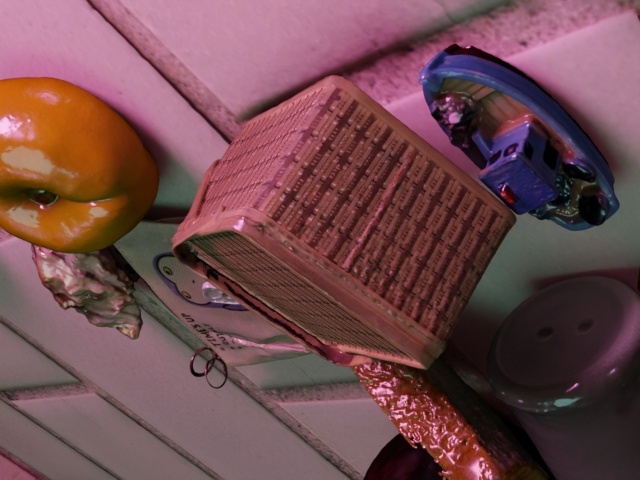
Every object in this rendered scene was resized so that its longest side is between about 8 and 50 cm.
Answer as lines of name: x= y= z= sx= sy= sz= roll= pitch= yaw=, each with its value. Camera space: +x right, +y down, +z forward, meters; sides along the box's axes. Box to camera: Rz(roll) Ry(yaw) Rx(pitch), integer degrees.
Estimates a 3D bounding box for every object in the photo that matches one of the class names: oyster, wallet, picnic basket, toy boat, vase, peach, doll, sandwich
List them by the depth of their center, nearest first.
toy boat: x=0.169 y=-0.080 z=0.795 sx=0.223 sy=0.097 sz=0.100 roll=38 pitch=142 yaw=-19
picnic basket: x=0.000 y=0.000 z=0.883 sx=0.228 sy=0.175 sz=0.313 roll=36 pitch=167 yaw=-16
vase: x=0.326 y=0.198 z=0.977 sx=0.245 sy=0.245 sz=0.291 roll=-9 pitch=129 yaw=44
peach: x=-0.320 y=-0.089 z=1.099 sx=0.251 sy=0.153 sz=0.251 roll=5 pitch=146 yaw=3
sandwich: x=0.158 y=0.216 z=1.101 sx=0.251 sy=0.087 sz=0.226 roll=49 pitch=-174 yaw=32
wallet: x=-0.134 y=0.082 z=1.269 sx=0.274 sy=0.068 sz=0.335 roll=-11 pitch=130 yaw=33
oyster: x=-0.378 y=0.025 z=1.315 sx=0.354 sy=0.107 sz=0.201 roll=50 pitch=152 yaw=-21
doll: x=-0.298 y=0.018 z=1.346 sx=0.037 sy=0.027 sz=0.125 roll=18 pitch=148 yaw=28

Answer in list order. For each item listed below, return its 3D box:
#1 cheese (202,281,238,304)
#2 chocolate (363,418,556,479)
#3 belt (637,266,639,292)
cheese: x=-0.023 y=0.076 z=1.147 sx=0.255 sy=0.050 sz=0.127 roll=5 pitch=148 yaw=4
chocolate: x=0.230 y=0.421 z=1.283 sx=0.383 sy=0.384 sz=0.331 roll=10 pitch=136 yaw=24
belt: x=0.351 y=0.030 z=0.885 sx=0.059 sy=0.036 sz=0.083 roll=27 pitch=150 yaw=-14
